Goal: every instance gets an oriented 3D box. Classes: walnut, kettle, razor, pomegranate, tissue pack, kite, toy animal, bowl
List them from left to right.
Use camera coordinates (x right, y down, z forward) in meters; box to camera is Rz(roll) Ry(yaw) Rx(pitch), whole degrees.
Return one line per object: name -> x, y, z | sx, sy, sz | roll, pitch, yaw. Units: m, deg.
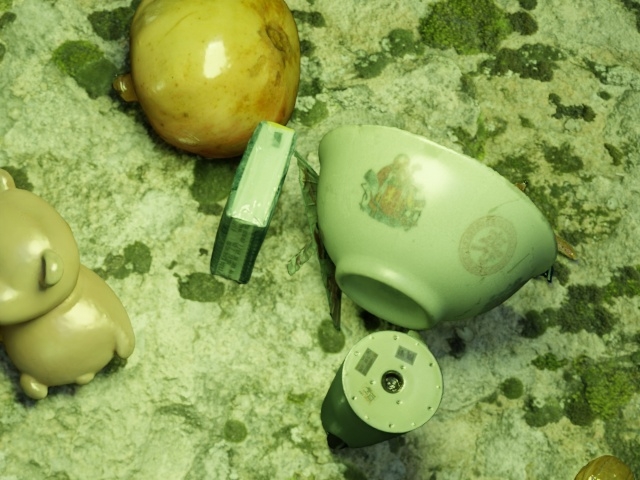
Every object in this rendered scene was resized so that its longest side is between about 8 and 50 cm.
toy animal -> -0.468, 0.072, 1.817 | 0.277, 0.247, 0.345 | -28, 77, -22
pomegranate -> -0.198, -0.299, 2.025 | 0.338, 0.338, 0.338 | 5, 66, -12
tissue pack -> -0.115, -0.060, 1.959 | 0.081, 0.257, 0.185 | 20, 65, -2
kite -> 0.000, 0.000, 1.999 | 0.011, 0.335, 0.314 | -7, 20, 20
kettle -> 0.094, 0.231, 1.899 | 0.160, 0.243, 0.210 | 33, 66, -1
bowl -> 0.144, 0.018, 1.908 | 0.435, 0.435, 0.196 | 30, 70, -1
razor -> 0.350, 0.042, 2.163 | 0.154, 0.028, 0.044 | 17, 55, -7
walnut -> 0.480, 0.419, 2.001 | 0.124, 0.105, 0.105 | -37, 80, -29

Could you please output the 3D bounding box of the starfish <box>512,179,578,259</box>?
starfish -> 0.336, -0.033, 2.169 | 0.295, 0.048, 0.231 | 41, 45, 4
